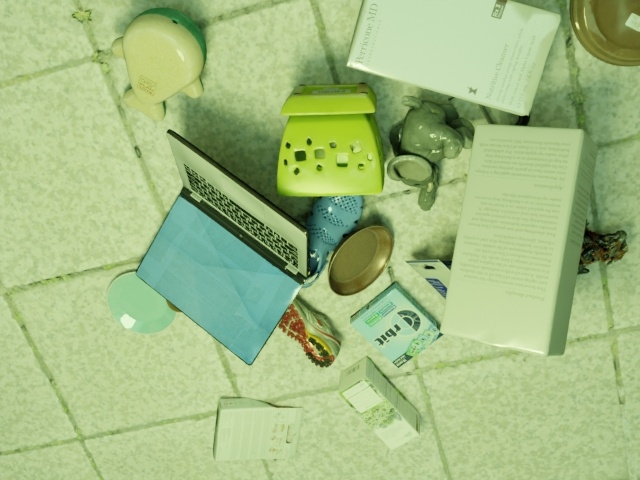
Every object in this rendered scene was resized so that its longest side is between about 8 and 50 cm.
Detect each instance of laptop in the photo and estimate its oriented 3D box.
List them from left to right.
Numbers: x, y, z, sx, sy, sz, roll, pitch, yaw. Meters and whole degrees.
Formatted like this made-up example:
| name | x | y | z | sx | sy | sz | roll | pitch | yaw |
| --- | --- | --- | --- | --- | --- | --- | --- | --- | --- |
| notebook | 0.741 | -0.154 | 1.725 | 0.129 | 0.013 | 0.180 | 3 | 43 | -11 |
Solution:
| name | x | y | z | sx | sy | sz | roll | pitch | yaw |
| --- | --- | --- | --- | --- | --- | --- | --- | --- | --- |
| laptop | -0.240 | 0.031 | 1.662 | 0.382 | 0.408 | 0.236 | 36 | 71 | 13 |

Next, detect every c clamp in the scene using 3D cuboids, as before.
| name | x | y | z | sx | sy | sz | roll | pitch | yaw |
| --- | --- | --- | --- | --- | --- | --- | --- | --- | --- |
| c clamp | 0.383 | -0.294 | 1.652 | 0.137 | 0.022 | 0.161 | -36 | 106 | 14 |

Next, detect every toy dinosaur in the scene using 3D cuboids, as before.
| name | x | y | z | sx | sy | sz | roll | pitch | yaw |
| --- | --- | --- | --- | --- | --- | --- | --- | --- | --- |
| toy dinosaur | 0.544 | 0.016 | 1.721 | 0.322 | 0.164 | 0.218 | -22 | 130 | -8 |

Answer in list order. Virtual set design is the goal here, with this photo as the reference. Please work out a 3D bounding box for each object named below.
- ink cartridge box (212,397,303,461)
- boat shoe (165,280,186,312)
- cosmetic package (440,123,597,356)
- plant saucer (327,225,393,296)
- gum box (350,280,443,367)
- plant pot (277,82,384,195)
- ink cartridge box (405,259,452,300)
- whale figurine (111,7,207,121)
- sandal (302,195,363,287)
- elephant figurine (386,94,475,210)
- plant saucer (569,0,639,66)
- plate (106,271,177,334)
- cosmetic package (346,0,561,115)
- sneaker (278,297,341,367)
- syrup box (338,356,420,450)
| name | x | y | z | sx | sy | sz | roll | pitch | yaw |
| --- | --- | --- | --- | --- | --- | --- | --- | --- | --- |
| ink cartridge box | -0.178 | 0.528 | 2.079 | 0.232 | 0.066 | 0.189 | 0 | 117 | -19 |
| boat shoe | -0.229 | 0.123 | 1.852 | 0.302 | 0.098 | 0.109 | -8 | 93 | 12 |
| cosmetic package | 0.420 | -0.002 | 1.562 | 0.230 | 0.161 | 0.453 | 10 | 87 | 32 |
| plant saucer | 0.088 | 0.043 | 1.776 | 0.198 | 0.036 | 0.199 | -24 | 134 | -28 |
| gum box | 0.194 | 0.217 | 1.895 | 0.157 | 0.041 | 0.184 | -40 | 107 | 20 |
| plant pot | 0.024 | -0.224 | 1.605 | 0.228 | 0.227 | 0.207 | 0 | 109 | 5 |
| ink cartridge box | 0.364 | 0.134 | 1.775 | 0.332 | 0.165 | 0.065 | 43 | 74 | -17 |
| whale figurine | -0.346 | -0.386 | 1.622 | 0.216 | 0.141 | 0.272 | 27 | 139 | -8 |
| sandal | 0.000 | 0.000 | 1.757 | 0.126 | 0.138 | 0.317 | 28 | 113 | -6 |
| elephant figurine | 0.216 | -0.185 | 1.652 | 0.186 | 0.169 | 0.239 | 52 | 129 | 12 |
| plant saucer | 0.656 | -0.492 | 1.524 | 0.277 | 0.041 | 0.278 | 1 | 116 | 3 |
| plate | -0.460 | 0.160 | 1.930 | 0.188 | 0.024 | 0.188 | 2 | 116 | 4 |
| cosmetic package | 0.261 | -0.414 | 1.523 | 0.385 | 0.156 | 0.217 | 13 | 110 | -3 |
| sneaker | -0.035 | 0.217 | 1.898 | 0.088 | 0.093 | 0.225 | -36 | 94 | 39 |
| syrup box | 0.158 | 0.433 | 1.970 | 0.093 | 0.096 | 0.237 | -35 | 108 | 21 |
